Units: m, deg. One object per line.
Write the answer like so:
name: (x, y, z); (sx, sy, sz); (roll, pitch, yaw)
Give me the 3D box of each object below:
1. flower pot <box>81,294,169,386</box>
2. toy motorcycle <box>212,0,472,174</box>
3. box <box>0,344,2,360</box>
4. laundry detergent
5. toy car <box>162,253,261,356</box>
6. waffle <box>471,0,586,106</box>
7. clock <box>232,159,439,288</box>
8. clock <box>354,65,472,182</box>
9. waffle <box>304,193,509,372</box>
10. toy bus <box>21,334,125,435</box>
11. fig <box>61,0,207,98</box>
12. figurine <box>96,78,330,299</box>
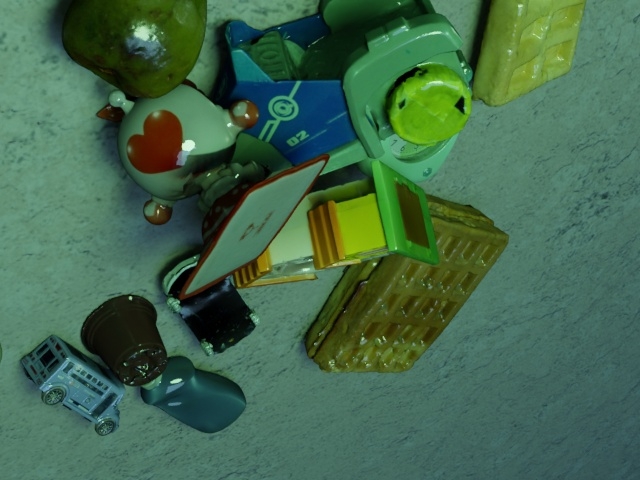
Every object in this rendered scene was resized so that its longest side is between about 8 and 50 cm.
flower pot: (-0.256, 0.144, 1.195); (0.111, 0.089, 0.111); (-21, 138, -20)
toy motorcycle: (-0.002, -0.190, 1.022); (0.326, 0.191, 0.200); (-23, 133, 9)
box: (-0.511, 0.128, 0.955); (0.178, 0.138, 0.274); (-46, 140, 16)
laundry detergent: (-0.203, 0.231, 1.345); (0.096, 0.061, 0.206); (-37, 141, 11)
toy car: (-0.156, 0.088, 1.246); (0.095, 0.056, 0.205); (-33, 137, -6)
waffle: (0.291, -0.314, 1.182); (0.168, 0.057, 0.274); (-28, 141, -30)
clock: (0.000, 0.000, 1.133); (0.255, 0.106, 0.220); (-15, 169, 19)
clock: (0.131, -0.169, 1.216); (0.148, 0.060, 0.188); (6, 123, -40)
waffle: (0.135, 0.081, 1.435); (0.224, 0.098, 0.328); (12, 119, -41)
toy bus: (-0.325, 0.199, 1.209); (0.076, 0.073, 0.167); (-47, 140, -7)
fig: (-0.167, -0.235, 0.878); (0.133, 0.126, 0.185); (32, 100, -9)
figurine: (-0.147, -0.089, 0.969); (0.160, 0.226, 0.183); (-31, 162, -53)
